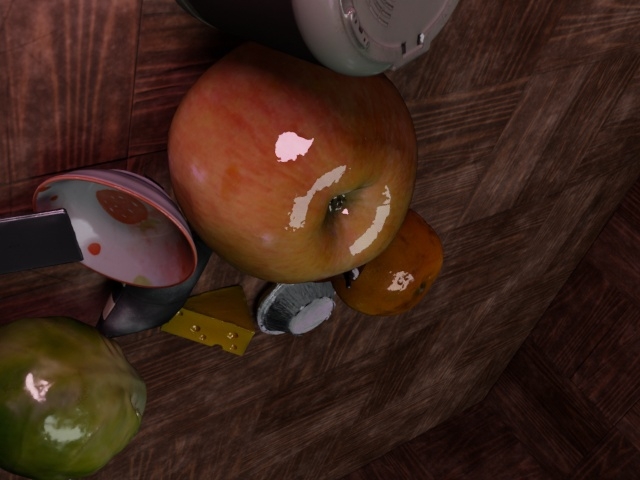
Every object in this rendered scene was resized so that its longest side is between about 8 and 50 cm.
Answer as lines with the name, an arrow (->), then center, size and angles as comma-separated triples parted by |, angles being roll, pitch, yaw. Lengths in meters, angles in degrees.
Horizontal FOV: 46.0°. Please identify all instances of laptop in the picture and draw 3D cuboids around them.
laptop -> -0.458, 0.007, 1.130 | 0.180, 0.016, 0.129 | -10, 143, -11

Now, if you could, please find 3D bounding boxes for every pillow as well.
pillow -> -0.302, 0.085, 1.376 | 0.186, 0.106, 0.250 | -14, 145, -49

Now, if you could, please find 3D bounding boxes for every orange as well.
orange -> 0.139, 0.044, 1.685 | 0.261, 0.261, 0.261 | -28, 149, -19

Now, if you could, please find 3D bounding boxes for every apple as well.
apple -> -0.038, -0.120, 1.161 | 0.391, 0.346, 0.391 | -24, 142, -21

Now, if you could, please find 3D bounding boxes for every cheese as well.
cheese -> -0.243, 0.166, 1.587 | 0.171, 0.126, 0.093 | 5, 137, -27

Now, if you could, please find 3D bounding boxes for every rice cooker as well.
rice cooker -> -0.012, -0.375, 0.869 | 0.335, 0.325, 0.335 | -34, 138, -38

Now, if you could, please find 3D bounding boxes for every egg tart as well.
egg tart -> -0.043, 0.149, 1.770 | 0.234, 0.094, 0.234 | -27, 149, -18

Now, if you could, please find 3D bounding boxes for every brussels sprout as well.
brussels sprout -> -0.461, 0.262, 1.292 | 0.344, 0.344, 0.268 | 29, 74, -59

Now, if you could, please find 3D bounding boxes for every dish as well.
dish -> -0.299, -0.036, 1.159 | 0.260, 0.260, 0.085 | 92, 13, -53

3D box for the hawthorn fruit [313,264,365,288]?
hawthorn fruit -> 0.000, 0.000, 1.460 | 0.208, 0.248, 0.208 | -29, 153, -16
